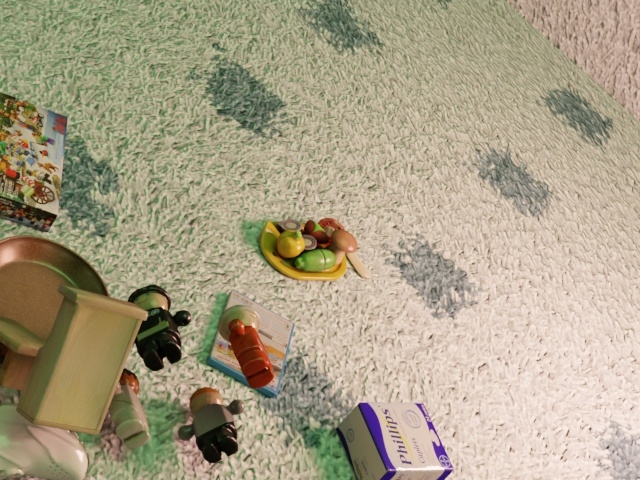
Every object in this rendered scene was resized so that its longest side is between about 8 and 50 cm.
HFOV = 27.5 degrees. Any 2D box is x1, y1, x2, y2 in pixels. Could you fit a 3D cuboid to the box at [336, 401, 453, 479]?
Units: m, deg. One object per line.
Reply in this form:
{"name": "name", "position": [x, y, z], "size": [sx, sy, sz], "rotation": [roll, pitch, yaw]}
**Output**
{"name": "box", "position": [0.114, 0.319, 2.003], "size": [0.137, 0.072, 0.126], "rotation": [5, 46, -37]}

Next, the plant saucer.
{"name": "plant saucer", "position": [-0.394, 0.079, 1.854], "size": [0.199, 0.036, 0.198], "rotation": [24, 37, -19]}

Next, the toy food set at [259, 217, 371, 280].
{"name": "toy food set", "position": [0.000, 0.000, 2.255], "size": [0.218, 0.071, 0.128], "rotation": [1, 49, -41]}

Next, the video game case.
{"name": "video game case", "position": [-0.106, 0.159, 2.036], "size": [0.119, 0.015, 0.166], "rotation": [30, 36, -12]}

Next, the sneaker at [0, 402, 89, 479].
{"name": "sneaker", "position": [-0.428, 0.256, 1.594], "size": [0.297, 0.111, 0.129], "rotation": [19, 55, -19]}

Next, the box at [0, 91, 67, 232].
{"name": "box", "position": [-0.476, -0.129, 2.005], "size": [0.159, 0.044, 0.233], "rotation": [20, 39, -24]}

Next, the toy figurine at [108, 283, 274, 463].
{"name": "toy figurine", "position": [-0.186, 0.180, 1.781], "size": [0.213, 0.209, 0.148], "rotation": [11, 27, -24]}

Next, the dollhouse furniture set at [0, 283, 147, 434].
{"name": "dollhouse furniture set", "position": [-0.348, 0.116, 1.629], "size": [0.212, 0.161, 0.242], "rotation": [19, 3, -44]}
